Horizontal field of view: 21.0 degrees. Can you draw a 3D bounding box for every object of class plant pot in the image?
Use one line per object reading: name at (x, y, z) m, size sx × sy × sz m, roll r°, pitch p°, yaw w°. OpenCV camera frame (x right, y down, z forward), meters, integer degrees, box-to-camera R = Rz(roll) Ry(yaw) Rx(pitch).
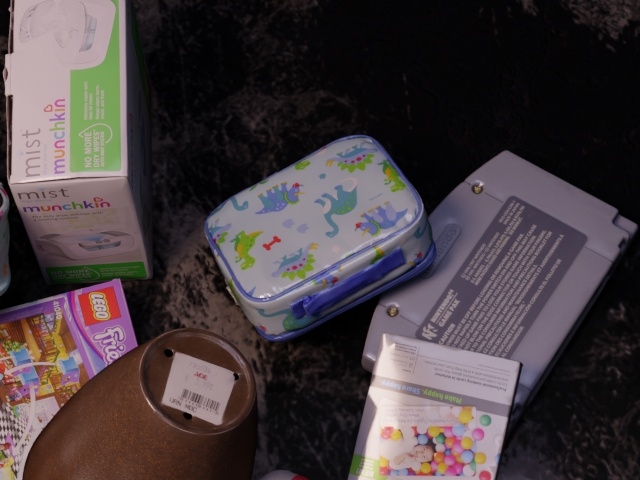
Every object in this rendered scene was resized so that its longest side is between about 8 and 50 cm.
plant pot at (-0.144, 0.185, 1.583) m, size 0.215 × 0.230 × 0.215 m, roll 12°, pitch 53°, yaw -16°

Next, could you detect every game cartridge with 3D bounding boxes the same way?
game cartridge at (0.181, 0.052, 1.827) m, size 0.198 × 0.062 × 0.297 m, roll 28°, pitch 66°, yaw 19°

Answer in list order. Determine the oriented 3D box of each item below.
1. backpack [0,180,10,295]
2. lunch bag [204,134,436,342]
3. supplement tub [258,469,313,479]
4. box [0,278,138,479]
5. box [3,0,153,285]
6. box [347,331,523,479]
backpack at (-0.425, -0.001, 1.736) m, size 0.225 × 0.191 × 0.253 m, roll -7°, pitch 21°, yaw -25°
lunch bag at (0.000, 0.000, 1.804) m, size 0.219 × 0.090 × 0.176 m, roll -29°, pitch 45°, yaw -6°
supplement tub at (0.041, 0.342, 1.597) m, size 0.272 × 0.191 × 0.191 m, roll 20°, pitch 64°, yaw 11°
box at (-0.264, 0.198, 1.751) m, size 0.201 × 0.057 × 0.293 m, roll -15°, pitch 63°, yaw -6°
box at (-0.252, -0.120, 1.822) m, size 0.127 × 0.231 × 0.262 m, roll -3°, pitch 62°, yaw -1°
box at (0.111, 0.197, 1.719) m, size 0.145 × 0.038 × 0.186 m, roll 12°, pitch 84°, yaw 14°
